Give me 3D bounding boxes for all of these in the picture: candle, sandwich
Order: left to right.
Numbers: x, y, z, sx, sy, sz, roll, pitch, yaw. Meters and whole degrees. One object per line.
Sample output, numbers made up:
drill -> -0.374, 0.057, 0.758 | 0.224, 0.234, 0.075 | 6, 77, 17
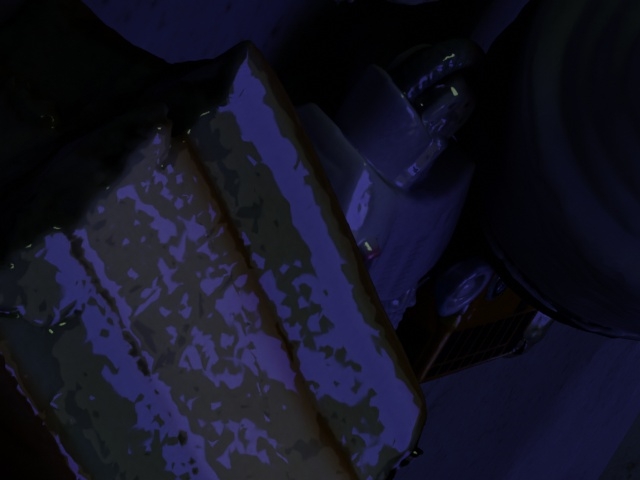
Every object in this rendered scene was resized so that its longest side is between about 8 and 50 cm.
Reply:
sandwich -> -0.107, 0.023, 0.679 | 0.155, 0.227, 0.198 | -44, 123, -30
candle -> 0.190, -0.059, 0.936 | 0.221, 0.221, 0.342 | -56, 178, -5

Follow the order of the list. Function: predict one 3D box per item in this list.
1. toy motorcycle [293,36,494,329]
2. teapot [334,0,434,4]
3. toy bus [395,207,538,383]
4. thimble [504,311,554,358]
toy motorcycle -> 0.000, 0.000, 0.936 | 0.171, 0.110, 0.260 | -28, 157, -27
teapot -> 0.060, -0.167, 0.834 | 0.200, 0.077, 0.107 | -26, 140, -59
toy bus -> 0.085, 0.026, 1.185 | 0.114, 0.098, 0.201 | -60, 161, 14
thimble -> 0.133, 0.027, 1.316 | 0.062, 0.084, 0.110 | 18, 105, -36
